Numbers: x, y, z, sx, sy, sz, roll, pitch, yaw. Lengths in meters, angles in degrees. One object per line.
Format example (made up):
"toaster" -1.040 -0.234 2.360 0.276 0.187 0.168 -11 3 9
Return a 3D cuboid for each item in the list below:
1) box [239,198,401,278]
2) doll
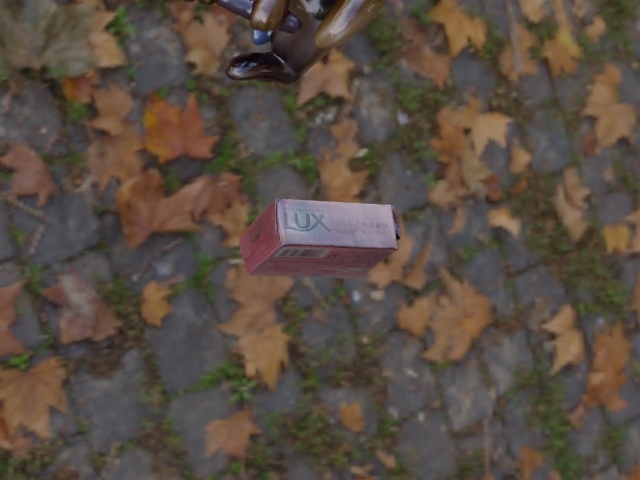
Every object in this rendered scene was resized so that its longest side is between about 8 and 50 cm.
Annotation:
"box" 0.000 0.000 1.541 0.156 0.111 0.060 4 68 -23
"doll" -0.085 -0.311 1.444 0.340 0.209 0.318 44 14 -22
